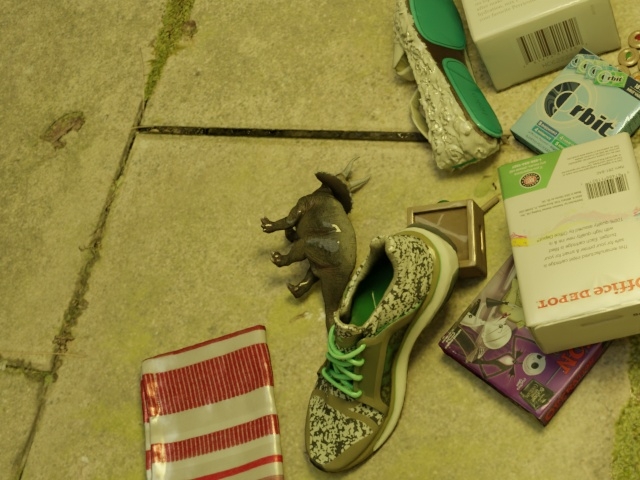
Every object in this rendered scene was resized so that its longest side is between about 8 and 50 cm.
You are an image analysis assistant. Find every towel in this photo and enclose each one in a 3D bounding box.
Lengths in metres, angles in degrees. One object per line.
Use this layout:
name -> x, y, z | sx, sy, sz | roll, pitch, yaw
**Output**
towel -> -0.180, 0.312, 1.916 | 0.237, 0.037, 0.329 | -17, 58, 14

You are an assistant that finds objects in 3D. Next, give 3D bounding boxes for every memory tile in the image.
memory tile -> 0.553, -0.284, 1.923 | 0.148, 0.012, 0.113 | 25, 76, 32

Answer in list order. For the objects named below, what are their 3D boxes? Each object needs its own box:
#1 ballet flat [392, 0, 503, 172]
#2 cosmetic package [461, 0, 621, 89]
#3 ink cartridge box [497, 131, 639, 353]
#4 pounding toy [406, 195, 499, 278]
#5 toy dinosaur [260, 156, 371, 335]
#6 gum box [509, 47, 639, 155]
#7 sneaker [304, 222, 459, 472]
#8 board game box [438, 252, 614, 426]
ballet flat -> 0.188, -0.290, 2.024 | 0.147, 0.147, 0.409 | -22, 56, 12
cosmetic package -> 0.343, -0.510, 2.046 | 0.230, 0.161, 0.453 | -18, 58, 15
ink cartridge box -> 0.388, 0.006, 1.724 | 0.201, 0.117, 0.278 | -15, 58, 16
pounding toy -> 0.216, -0.010, 1.888 | 0.130, 0.100, 0.141 | -7, 72, 21
toy dinosaur -> 0.000, 0.000, 1.953 | 0.160, 0.121, 0.314 | -25, 51, 26
gum box -> 0.427, -0.202, 1.911 | 0.184, 0.041, 0.157 | -47, 55, -1
sneaker -> 0.051, 0.154, 1.777 | 0.158, 0.182, 0.410 | 25, 95, 36
board game box -> 0.365, 0.087, 1.790 | 0.208, 0.056, 0.347 | 36, 82, 30
